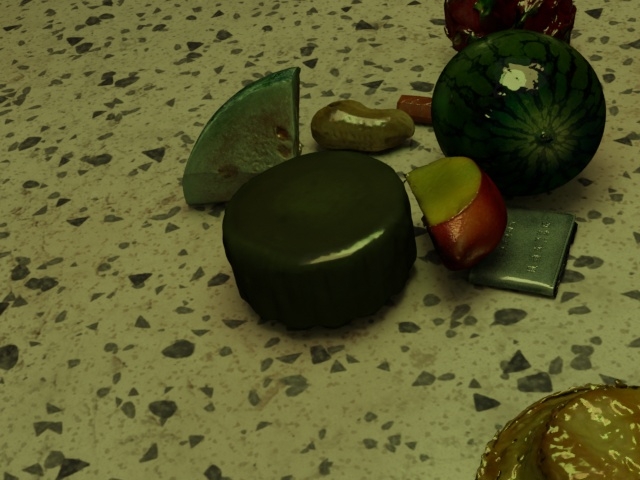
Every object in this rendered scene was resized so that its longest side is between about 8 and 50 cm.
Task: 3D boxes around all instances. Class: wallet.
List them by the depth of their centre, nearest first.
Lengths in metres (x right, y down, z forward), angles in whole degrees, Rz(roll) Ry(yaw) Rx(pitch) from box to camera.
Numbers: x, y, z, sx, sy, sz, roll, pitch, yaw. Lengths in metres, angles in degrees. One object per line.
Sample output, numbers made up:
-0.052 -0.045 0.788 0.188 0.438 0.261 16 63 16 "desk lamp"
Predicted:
0.384 0.013 1.699 0.167 0.036 0.222 10 44 22 "wallet"

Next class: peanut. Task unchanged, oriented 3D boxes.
0.095 -0.260 2.028 0.237 0.110 0.120 1 27 10 "peanut"

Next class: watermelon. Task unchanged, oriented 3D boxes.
0.389 -0.253 1.789 0.363 0.363 0.363 -6 40 5 "watermelon"
-0.125 -0.186 1.919 0.258 0.387 0.228 45 25 0 "watermelon"

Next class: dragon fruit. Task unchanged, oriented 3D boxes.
0.450 -0.536 2.144 0.329 0.329 0.329 -6 40 5 "dragon fruit"

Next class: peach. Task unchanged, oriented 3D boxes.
0.266 -0.044 1.651 0.154 0.158 0.267 -32 28 10 "peach"

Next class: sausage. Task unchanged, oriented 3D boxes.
0.262 -0.297 2.073 0.169 0.065 0.065 12 44 24 "sausage"

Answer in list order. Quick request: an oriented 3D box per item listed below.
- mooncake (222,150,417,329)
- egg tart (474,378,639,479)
0.000 0.000 1.674 0.357 0.194 0.356 -9 40 7 "mooncake"
0.424 0.331 1.200 0.443 0.178 0.443 -6 38 4 "egg tart"
